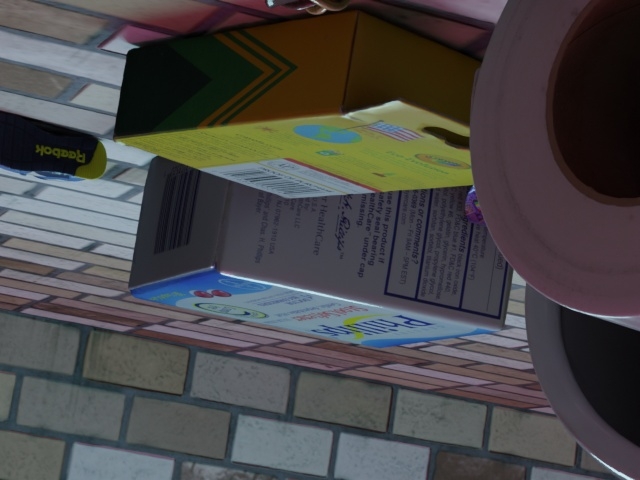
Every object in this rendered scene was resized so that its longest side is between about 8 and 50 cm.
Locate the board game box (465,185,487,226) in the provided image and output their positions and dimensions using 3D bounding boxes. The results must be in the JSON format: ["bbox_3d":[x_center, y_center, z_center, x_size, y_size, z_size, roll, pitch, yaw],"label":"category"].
[{"bbox_3d":[0.214,-0.024,1.658,0.168,0.033,0.133,13,145,-25],"label":"board game box"}]

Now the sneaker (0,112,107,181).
[{"bbox_3d":[-0.280,-0.085,1.812,0.144,0.053,0.059,17,169,-34],"label":"sneaker"}]

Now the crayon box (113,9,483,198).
[{"bbox_3d":[0.020,-0.098,1.424,0.202,0.081,0.318,18,167,-42],"label":"crayon box"}]

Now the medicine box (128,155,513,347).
[{"bbox_3d":[0.000,0.000,1.781,0.289,0.149,0.263,13,169,-21],"label":"medicine box"}]

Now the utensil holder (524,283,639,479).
[{"bbox_3d":[0.361,0.101,1.241,0.327,0.327,0.385,1,149,37],"label":"utensil holder"}]

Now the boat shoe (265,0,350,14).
[{"bbox_3d":[-0.026,-0.172,1.017,0.324,0.097,0.116,8,169,2],"label":"boat shoe"}]

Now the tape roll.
[{"bbox_3d":[0.224,-0.061,1.012,0.169,0.246,0.246,18,166,-42],"label":"tape roll"}]
